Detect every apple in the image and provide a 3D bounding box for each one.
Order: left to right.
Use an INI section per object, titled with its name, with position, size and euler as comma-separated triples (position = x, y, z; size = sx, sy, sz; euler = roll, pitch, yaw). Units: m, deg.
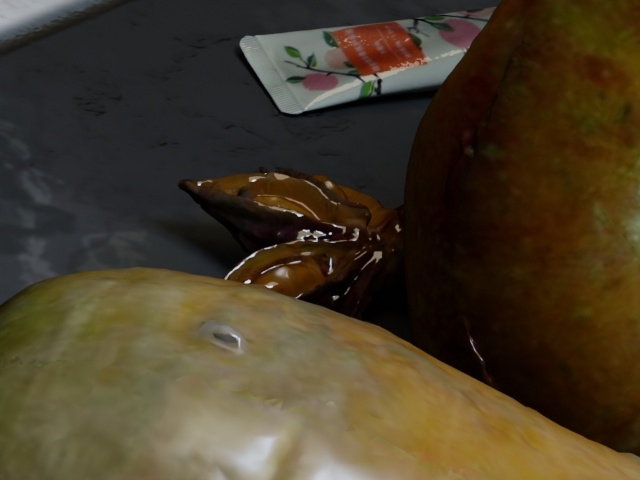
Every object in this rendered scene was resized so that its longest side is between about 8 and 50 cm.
[apple]
position = 0.225, -0.025, 0.862
size = 0.384, 0.374, 0.374
euler = -20, 33, 13

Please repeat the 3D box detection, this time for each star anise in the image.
[star anise]
position = 0.001, -0.004, 0.950
size = 0.212, 0.053, 0.157
euler = -22, 50, -40

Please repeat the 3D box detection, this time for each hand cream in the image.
[hand cream]
position = 0.067, -0.120, 1.158
size = 0.234, 0.050, 0.080
euler = -10, 45, -24

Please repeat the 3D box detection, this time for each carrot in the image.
[carrot]
position = 0.018, 0.147, 0.602
size = 0.340, 0.224, 0.224
euler = 23, 34, -3
